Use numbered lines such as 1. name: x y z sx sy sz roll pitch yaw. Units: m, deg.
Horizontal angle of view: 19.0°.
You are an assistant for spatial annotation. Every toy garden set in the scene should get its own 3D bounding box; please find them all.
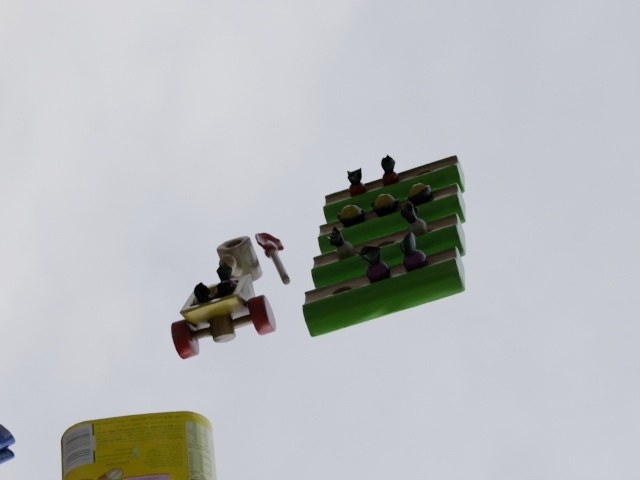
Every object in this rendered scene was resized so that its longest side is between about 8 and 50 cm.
1. toy garden set: 0.000 0.000 1.366 0.204 0.049 0.244 -17 -162 10

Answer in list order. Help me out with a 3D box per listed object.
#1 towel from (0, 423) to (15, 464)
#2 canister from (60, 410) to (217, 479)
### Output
1. towel: -0.468 0.193 1.989 0.285 0.209 0.034 30 -46 47
2. canister: -0.131 0.212 1.410 0.073 0.126 0.170 88 -5 -46
